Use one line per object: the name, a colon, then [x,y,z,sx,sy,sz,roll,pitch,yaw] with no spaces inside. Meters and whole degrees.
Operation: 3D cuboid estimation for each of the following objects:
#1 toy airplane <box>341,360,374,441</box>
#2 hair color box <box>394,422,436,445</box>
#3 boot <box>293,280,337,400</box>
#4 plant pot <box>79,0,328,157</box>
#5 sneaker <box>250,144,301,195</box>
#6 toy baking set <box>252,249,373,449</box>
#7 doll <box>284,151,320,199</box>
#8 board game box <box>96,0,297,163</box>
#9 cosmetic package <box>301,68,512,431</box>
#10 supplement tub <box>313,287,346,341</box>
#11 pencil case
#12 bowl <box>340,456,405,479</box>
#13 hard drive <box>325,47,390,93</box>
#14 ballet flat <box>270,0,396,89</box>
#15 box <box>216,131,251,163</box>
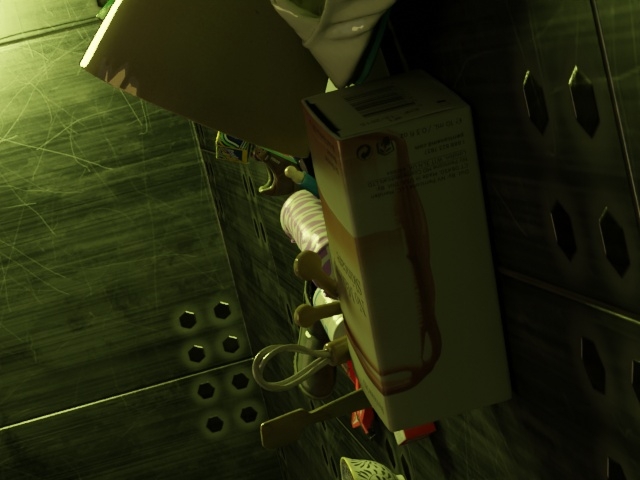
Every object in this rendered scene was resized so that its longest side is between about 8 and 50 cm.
toy airplane: [0.059,0.237,2.155,0.151,0.028,0.151,166,90,-79]
hair color box: [0.100,0.181,1.759,0.072,0.043,0.141,110,143,-75]
boot: [0.002,0.137,2.179,0.208,0.076,0.190,118,148,-69]
plant pot: [-0.080,-0.259,1.439,0.256,0.256,0.274,-134,65,-72]
sneaker: [-0.079,-0.159,2.219,0.066,0.071,0.188,-132,28,-71]
toy baking set: [0.025,0.097,1.430,0.030,0.196,0.256,21,93,52]
doll: [-0.006,-0.101,1.793,0.129,0.046,0.189,-22,-98,-57]
board game box: [-0.156,-0.225,1.972,0.317,0.046,0.213,26,163,39]
cosmetic package: [0.081,0.007,1.315,0.153,0.129,0.296,-128,24,-66]
supplement tub: [0.035,0.104,1.949,0.107,0.071,0.071,-118,16,-59]
pencil case: [0.000,0.000,1.932,0.088,0.086,0.206,-66,20,15]
bowl: [0.091,0.387,2.038,0.170,0.080,0.170,164,90,-81]
hard drive: [0.039,-0.141,1.622,0.307,0.040,0.203,101,153,-72]
ballet flat: [0.020,-0.240,1.224,0.400,0.139,0.139,136,118,-78]
box: [-0.127,-0.215,2.264,0.059,0.054,0.169,101,179,-71]
